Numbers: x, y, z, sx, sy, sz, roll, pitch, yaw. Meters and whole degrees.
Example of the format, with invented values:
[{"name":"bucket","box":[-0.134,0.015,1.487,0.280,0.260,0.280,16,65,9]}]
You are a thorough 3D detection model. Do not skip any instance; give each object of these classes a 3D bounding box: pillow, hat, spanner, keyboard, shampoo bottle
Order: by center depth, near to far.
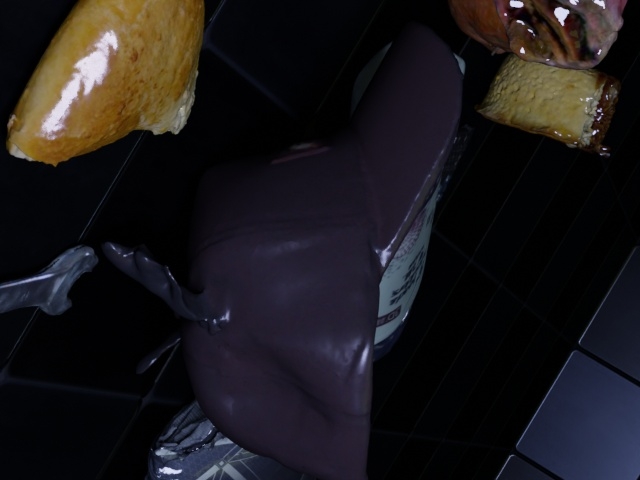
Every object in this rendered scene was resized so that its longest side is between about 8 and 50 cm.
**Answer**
[{"name":"spanner","box":[-0.202,0.037,0.854,0.254,0.015,0.054,-16,134,-64]},{"name":"hat","box":[-0.036,-0.006,1.057,0.238,0.209,0.336,172,-69,-87]},{"name":"pillow","box":[-0.070,0.202,1.350,0.161,0.092,0.335,-49,159,-16]},{"name":"shampoo bottle","box":[0.065,-0.029,1.361,0.134,0.078,0.359,-53,162,-33]},{"name":"keyboard","box":[0.087,-0.002,1.561,0.262,0.016,0.106,-64,161,16]}]

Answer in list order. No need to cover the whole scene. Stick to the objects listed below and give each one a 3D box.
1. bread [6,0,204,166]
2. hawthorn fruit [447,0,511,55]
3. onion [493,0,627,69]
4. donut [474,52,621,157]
[{"name":"bread","box":[-0.100,-0.114,0.830,0.154,0.054,0.136,-31,144,-61]},{"name":"hawthorn fruit","box":[0.187,-0.233,1.249,0.149,0.149,0.189,-33,153,-54]},{"name":"onion","box":[0.198,-0.265,0.893,0.348,0.348,0.385,77,36,-65]},{"name":"donut","box":[0.238,-0.146,1.549,0.217,0.141,0.085,-15,124,-77]}]
